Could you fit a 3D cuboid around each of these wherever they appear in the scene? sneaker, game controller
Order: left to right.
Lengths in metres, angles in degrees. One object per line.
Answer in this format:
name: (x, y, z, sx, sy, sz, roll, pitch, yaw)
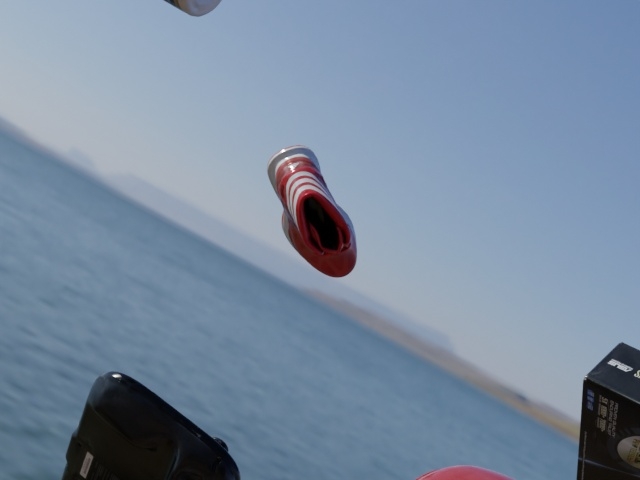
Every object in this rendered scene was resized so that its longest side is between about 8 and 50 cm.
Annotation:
game controller: (-0.176, 0.242, 1.352, 0.166, 0.067, 0.319, 44, -36, 12)
sneaker: (0.000, 0.000, 1.682, 0.221, 0.087, 0.128, 58, 8, -44)

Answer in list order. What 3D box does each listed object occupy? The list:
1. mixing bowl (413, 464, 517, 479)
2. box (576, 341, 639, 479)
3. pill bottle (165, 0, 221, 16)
mixing bowl: (0.103, 0.241, 1.072, 0.098, 0.181, 0.181, 46, 9, 35)
box: (0.371, 0.227, 1.548, 0.147, 0.077, 0.180, 27, -43, 34)
pill bottle: (-0.144, -0.257, 1.261, 0.120, 0.067, 0.067, 33, 0, 25)
